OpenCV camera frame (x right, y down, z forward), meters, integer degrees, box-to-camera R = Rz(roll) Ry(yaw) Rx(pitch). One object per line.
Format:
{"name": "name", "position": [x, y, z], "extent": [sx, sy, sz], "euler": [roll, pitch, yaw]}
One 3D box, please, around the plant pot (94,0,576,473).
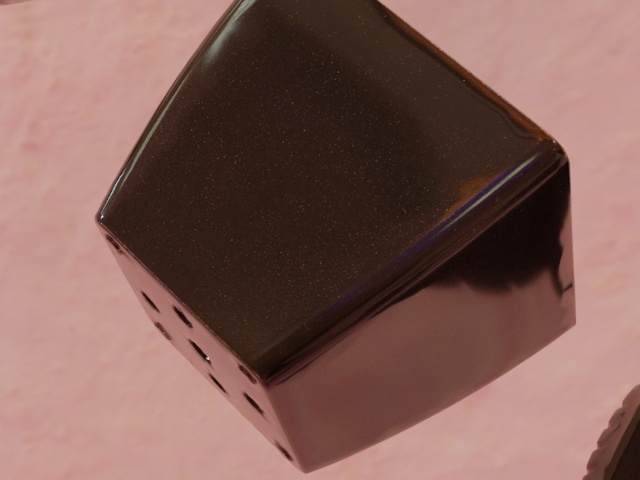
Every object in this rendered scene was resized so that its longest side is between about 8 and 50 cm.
{"name": "plant pot", "position": [0.000, 0.000, 0.821], "extent": [0.167, 0.187, 0.188], "euler": [-41, 63, -13]}

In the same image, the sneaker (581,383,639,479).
{"name": "sneaker", "position": [0.230, 0.089, 0.827], "extent": [0.139, 0.125, 0.341], "euler": [-17, 49, 62]}

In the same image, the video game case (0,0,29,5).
{"name": "video game case", "position": [-0.294, -0.238, 1.116], "extent": [0.329, 0.300, 0.036], "euler": [22, 106, 8]}
